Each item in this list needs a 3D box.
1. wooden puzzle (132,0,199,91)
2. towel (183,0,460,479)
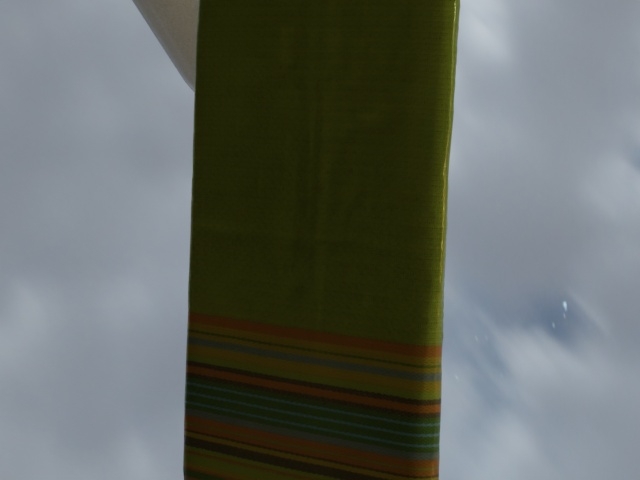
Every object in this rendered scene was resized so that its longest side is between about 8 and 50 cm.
[{"bbox_3d":[0.031,-0.226,0.774,0.348,0.322,0.080,-25,-116,3],"label":"wooden puzzle"},{"bbox_3d":[0.000,0.000,0.412,0.102,0.021,0.237,6,-82,29],"label":"towel"}]
